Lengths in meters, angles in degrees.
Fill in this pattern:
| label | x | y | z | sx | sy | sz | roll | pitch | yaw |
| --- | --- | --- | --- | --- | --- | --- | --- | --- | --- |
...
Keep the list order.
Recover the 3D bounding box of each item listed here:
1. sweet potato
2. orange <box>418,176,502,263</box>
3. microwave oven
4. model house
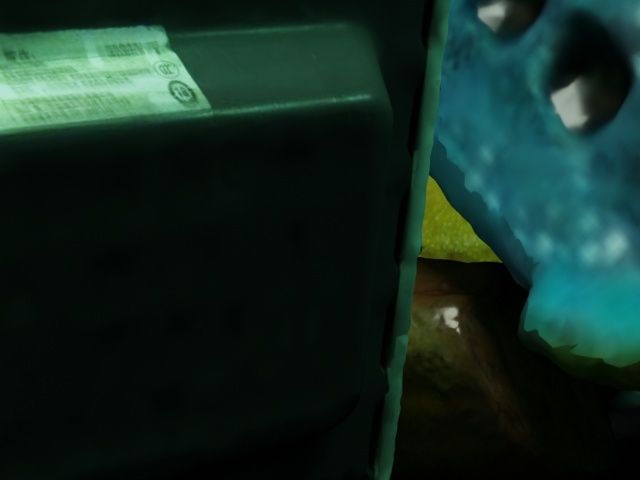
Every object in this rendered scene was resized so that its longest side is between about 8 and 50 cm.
| label | x | y | z | sx | sy | sz | roll | pitch | yaw |
| --- | --- | --- | --- | --- | --- | --- | --- | --- | --- |
| sweet potato | -0.003 | 0.041 | 0.727 | 0.251 | 0.097 | 0.097 | 10 | 14 | 39 |
| orange | 0.081 | -0.006 | 0.870 | 0.159 | 0.136 | 0.159 | -6 | 3 | 0 |
| microwave oven | -0.175 | -0.001 | 0.542 | 0.286 | 0.218 | 0.355 | 20 | 20 | 39 |
| model house | 0.190 | -0.024 | 0.628 | 0.237 | 0.215 | 0.303 | 18 | 23 | -33 |
